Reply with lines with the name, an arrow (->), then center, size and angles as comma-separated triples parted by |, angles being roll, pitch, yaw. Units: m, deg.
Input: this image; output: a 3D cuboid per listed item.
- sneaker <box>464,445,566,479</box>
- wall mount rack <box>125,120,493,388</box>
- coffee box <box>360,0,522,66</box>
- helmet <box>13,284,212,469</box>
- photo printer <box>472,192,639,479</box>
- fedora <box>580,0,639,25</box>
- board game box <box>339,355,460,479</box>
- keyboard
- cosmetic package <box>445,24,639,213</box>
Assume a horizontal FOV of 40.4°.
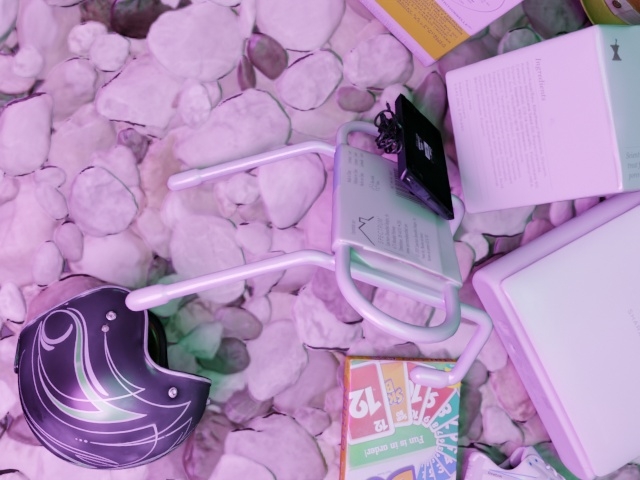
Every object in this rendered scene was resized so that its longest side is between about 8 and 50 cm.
sneaker -> 0.243, 0.267, 0.944 | 0.190, 0.071, 0.083 | 12, 74, -14
wall mount rack -> 0.000, 0.000, 0.819 | 0.304, 0.350, 0.130 | 19, 121, -11
coffee box -> 0.137, -0.418, 0.794 | 0.338, 0.334, 0.337 | 44, 83, -6
helmet -> -0.195, 0.137, 0.824 | 0.169, 0.169, 0.162 | -24, 77, -9
photo printer -> 0.353, 0.076, 0.941 | 0.307, 0.107, 0.256 | -27, 94, -8
fedora -> 0.376, -0.299, 0.951 | 0.194, 0.079, 0.194 | -2, 96, -16
board game box -> 0.082, 0.257, 0.934 | 0.124, 0.039, 0.260 | 3, 92, -9
keyboard -> 0.085, -0.088, 0.868 | 0.038, 0.192, 0.100 | -39, 111, 22
cosmetic package -> 0.249, -0.116, 0.864 | 0.151, 0.183, 0.152 | -10, 91, -39
